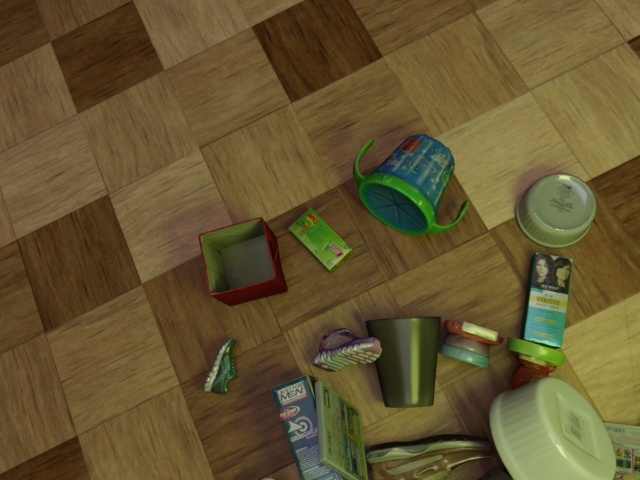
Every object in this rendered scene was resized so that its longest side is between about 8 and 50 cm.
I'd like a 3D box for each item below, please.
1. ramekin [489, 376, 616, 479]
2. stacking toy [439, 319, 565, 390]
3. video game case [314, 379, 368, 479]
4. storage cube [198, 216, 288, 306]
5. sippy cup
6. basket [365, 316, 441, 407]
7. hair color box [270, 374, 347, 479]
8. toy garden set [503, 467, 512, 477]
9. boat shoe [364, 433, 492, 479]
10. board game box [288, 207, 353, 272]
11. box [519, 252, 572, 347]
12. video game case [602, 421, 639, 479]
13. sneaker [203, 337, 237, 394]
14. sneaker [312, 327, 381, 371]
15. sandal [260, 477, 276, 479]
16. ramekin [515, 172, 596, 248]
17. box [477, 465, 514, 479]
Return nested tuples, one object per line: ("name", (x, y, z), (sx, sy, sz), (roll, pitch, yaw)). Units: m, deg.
("ramekin", (0.530, 0.446, 1.278), (0.135, 0.277, 0.277), (-45, 68, 35))
("stacking toy", (0.447, 0.304, 1.409), (0.309, 0.279, 0.130), (16, 83, 13))
("video game case", (0.051, 0.484, 1.416), (0.023, 0.193, 0.212), (-29, 38, 20))
("storage cube", (-0.212, 0.067, 1.609), (0.215, 0.193, 0.183), (-15, 73, 3))
("sippy cup", (0.262, -0.171, 1.604), (0.240, 0.305, 0.224), (7, 56, 55))
("basket", (0.225, 0.322, 1.500), (0.204, 0.154, 0.226), (-4, 77, 9))
("hair color box", (-0.010, 0.531, 1.458), (0.105, 0.174, 0.347), (-22, 73, 1))
("toy garden set", (0.609, 0.595, 1.389), (0.204, 0.049, 0.244), (-35, 74, -21))
("boat shoe", (0.278, 0.568, 1.443), (0.324, 0.123, 0.116), (-13, 76, 14))
("board game box", (0.000, 0.000, 1.675), (0.092, 0.043, 0.181), (-43, 73, -6))
("box", (0.612, 0.162, 1.531), (0.101, 0.060, 0.244), (10, 76, 11))
("video game case", (0.771, 0.528, 1.382), (0.157, 0.019, 0.143), (-8, 69, 45))
("sneaker", (-0.269, 0.361, 1.611), (0.076, 0.065, 0.166), (23, 82, -3))
("sneaker", (0.070, 0.279, 1.518), (0.095, 0.236, 0.104), (29, 55, -28))
("sandal", (-0.074, 0.719, 1.473), (0.102, 0.076, 0.265), (-43, 94, 4))
("ramekin", (0.658, -0.090, 1.571), (0.207, 0.109, 0.207), (-2, 74, 8))
("box", (0.382, 0.661, 1.319), (0.231, 0.262, 0.127), (-37, 72, -2))
